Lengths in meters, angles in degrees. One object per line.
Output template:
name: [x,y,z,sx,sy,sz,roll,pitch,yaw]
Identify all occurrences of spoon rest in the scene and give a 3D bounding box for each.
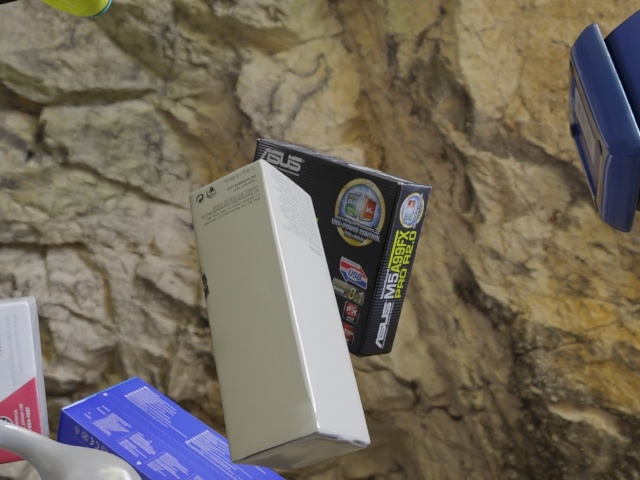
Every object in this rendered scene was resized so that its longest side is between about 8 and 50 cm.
spoon rest: [-0.347,0.316,0.999,0.137,0.277,0.084,-63,170,4]

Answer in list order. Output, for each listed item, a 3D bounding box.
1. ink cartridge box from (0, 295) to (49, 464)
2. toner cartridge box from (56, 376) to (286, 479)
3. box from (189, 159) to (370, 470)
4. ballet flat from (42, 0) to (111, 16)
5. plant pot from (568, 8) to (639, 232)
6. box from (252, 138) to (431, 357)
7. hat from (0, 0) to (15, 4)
ink cartridge box: [-0.687,0.258,1.301,0.160,0.385,0.279,-179,-97,-73]
toner cartridge box: [-0.241,0.352,1.199,0.348,0.165,0.075,26,-67,28]
box: [-0.043,0.070,0.721,0.094,0.113,0.275,-23,-119,20]
ballet flat: [-0.351,-0.328,0.887,0.077,0.231,0.077,-65,163,-2]
plant pot: [0.437,-0.157,0.948,0.212,0.236,0.235,-13,-120,12]
box: [0.000,0.000,0.974,0.270,0.060,0.216,24,-74,43]
hat: [-0.294,-0.380,0.641,0.331,0.331,0.134,-46,-170,46]
